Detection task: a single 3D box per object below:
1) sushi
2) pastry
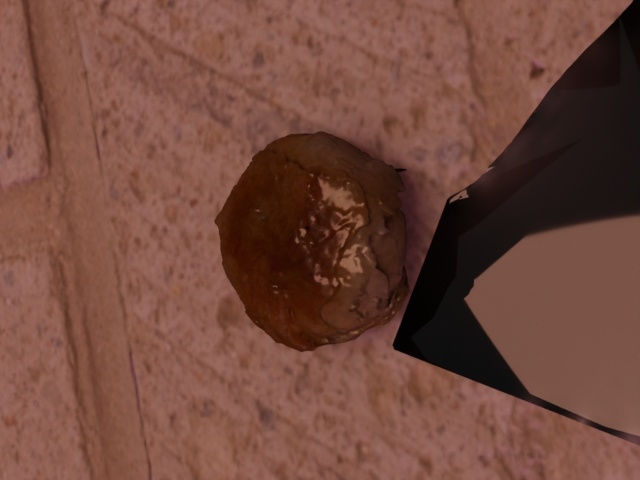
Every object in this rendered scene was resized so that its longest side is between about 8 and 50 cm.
[{"bbox_3d":[0.199,-0.002,0.909,0.215,0.212,0.227,21,89,19],"label":"sushi"},{"bbox_3d":[-0.004,0.000,1.115,0.153,0.081,0.153,2,93,30],"label":"pastry"}]
